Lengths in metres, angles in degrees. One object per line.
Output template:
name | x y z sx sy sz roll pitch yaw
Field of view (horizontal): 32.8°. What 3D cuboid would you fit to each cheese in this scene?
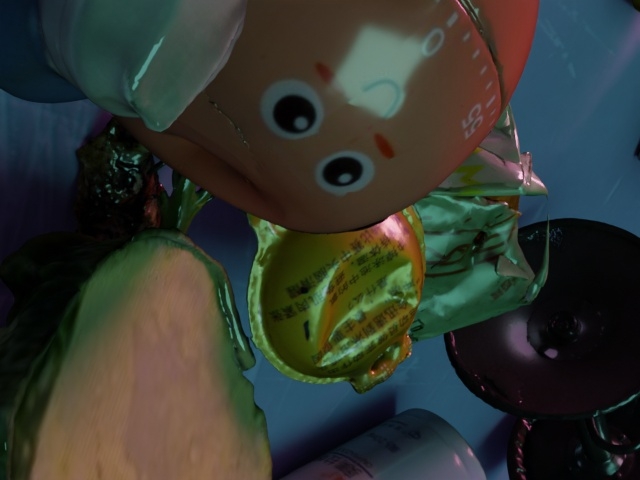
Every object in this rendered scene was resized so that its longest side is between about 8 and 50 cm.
cheese | 0.000 0.000 0.748 0.156 0.064 0.250 -38 122 -20

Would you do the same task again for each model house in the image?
model house | -0.198 0.144 0.670 0.261 0.266 0.321 -76 155 -45

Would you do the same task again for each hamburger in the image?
hamburger | 0.101 -0.005 0.900 0.276 0.150 0.261 1 120 -45

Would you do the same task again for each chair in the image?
chair | 0.283 0.179 1.165 0.226 0.226 0.401 -41 141 -12

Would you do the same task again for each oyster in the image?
oyster | -0.138 -0.029 0.742 0.086 0.029 0.132 -38 140 -15

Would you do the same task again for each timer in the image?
timer | -0.004 -0.120 0.575 0.215 0.229 0.229 -53 142 -7

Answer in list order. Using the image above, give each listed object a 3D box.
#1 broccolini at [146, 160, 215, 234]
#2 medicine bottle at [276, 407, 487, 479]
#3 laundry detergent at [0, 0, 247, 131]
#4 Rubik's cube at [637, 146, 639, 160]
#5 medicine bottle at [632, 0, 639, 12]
broccolini | -0.068 -0.029 0.760 0.123 0.062 0.272 1 109 -47
medicine bottle | 0.026 0.281 1.051 0.254 0.152 0.152 -22 133 -31
laundry detergent | -0.120 -0.138 0.465 0.143 0.290 0.094 -46 141 -3
Rubik's cube | 0.510 -0.136 1.133 0.231 0.221 0.225 -8 125 -40
medicine bottle | 0.381 -0.282 0.972 0.121 0.122 0.213 9 113 -47
